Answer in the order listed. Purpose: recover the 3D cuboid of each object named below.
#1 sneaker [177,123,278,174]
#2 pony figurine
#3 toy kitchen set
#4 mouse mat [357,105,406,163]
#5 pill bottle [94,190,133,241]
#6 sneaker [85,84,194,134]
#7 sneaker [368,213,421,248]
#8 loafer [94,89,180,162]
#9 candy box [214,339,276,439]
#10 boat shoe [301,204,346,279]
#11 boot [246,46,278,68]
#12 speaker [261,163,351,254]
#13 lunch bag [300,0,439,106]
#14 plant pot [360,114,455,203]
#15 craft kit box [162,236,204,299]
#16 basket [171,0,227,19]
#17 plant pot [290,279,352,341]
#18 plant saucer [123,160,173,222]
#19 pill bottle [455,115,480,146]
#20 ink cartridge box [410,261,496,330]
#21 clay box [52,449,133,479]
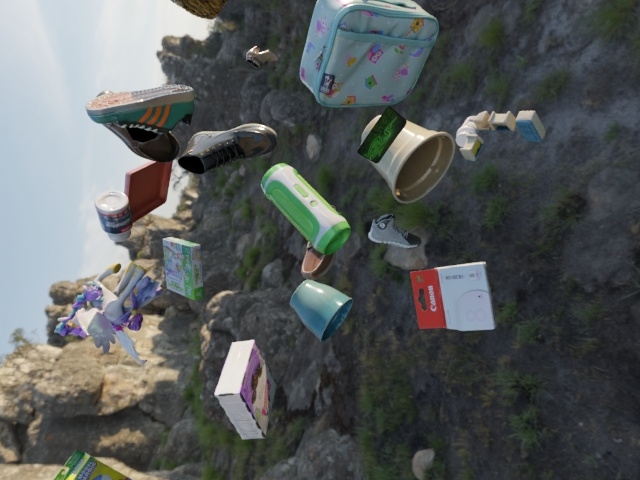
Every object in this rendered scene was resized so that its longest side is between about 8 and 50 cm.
[{"bbox_3d":[-0.212,-0.203,0.937,0.118,0.221,0.083,-79,-20,-49],"label":"sneaker"},{"bbox_3d":[-0.759,0.264,1.489,0.363,0.351,0.303,-51,-28,-22],"label":"pony figurine"},{"bbox_3d":[0.622,-0.339,1.389,0.207,0.122,0.166,21,84,50],"label":"toy kitchen set"},{"bbox_3d":[0.222,-0.371,1.441,0.007,0.152,0.190,48,111,32],"label":"mouse mat"},{"bbox_3d":[-0.737,-0.081,1.455,0.180,0.107,0.108,108,163,-49],"label":"pill bottle"},{"bbox_3d":[-0.465,-0.335,1.087,0.108,0.302,0.121,28,129,28],"label":"sneaker"},{"bbox_3d":[0.325,-0.046,1.722,0.086,0.228,0.132,-78,-5,-59],"label":"sneaker"},{"bbox_3d":[-0.581,-0.344,1.339,0.134,0.130,0.366,-62,-19,-2],"label":"loafer"},{"bbox_3d":[-0.189,0.391,1.060,0.165,0.070,0.196,-82,-21,-55],"label":"candy box"},{"bbox_3d":[0.000,0.000,1.489,0.116,0.123,0.324,64,-144,-40],"label":"boat shoe"},{"bbox_3d":[-0.230,-0.707,1.579,0.042,0.118,0.087,126,162,-63],"label":"boot"},{"bbox_3d":[-0.046,-0.095,1.197,0.296,0.131,0.131,47,133,21],"label":"speaker"},{"bbox_3d":[0.101,-0.402,0.857,0.108,0.279,0.224,62,147,28],"label":"lunch bag"},{"bbox_3d":[0.345,-0.383,1.737,0.305,0.333,0.334,49,130,33],"label":"plant pot"},{"bbox_3d":[-0.624,0.123,1.835,0.249,0.061,0.247,10,108,41],"label":"craft kit box"},{"bbox_3d":[-0.442,-0.871,1.272,0.213,0.223,0.299,-51,-8,11],"label":"basket"},{"bbox_3d":[-0.012,0.345,2.115,0.272,0.255,0.272,-47,-22,-25],"label":"plant pot"},{"bbox_3d":[-0.708,-0.216,1.639,0.258,0.047,0.259,-65,-6,35],"label":"plant saucer"},{"bbox_3d":[0.701,-0.511,1.912,0.169,0.094,0.094,-49,-1,-37],"label":"pill bottle"},{"bbox_3d":[0.385,0.172,1.202,0.232,0.066,0.189,-10,85,27],"label":"ink cartridge box"},{"bbox_3d":[-0.709,0.764,1.256,0.053,0.222,0.127,-7,41,41],"label":"clay box"}]
